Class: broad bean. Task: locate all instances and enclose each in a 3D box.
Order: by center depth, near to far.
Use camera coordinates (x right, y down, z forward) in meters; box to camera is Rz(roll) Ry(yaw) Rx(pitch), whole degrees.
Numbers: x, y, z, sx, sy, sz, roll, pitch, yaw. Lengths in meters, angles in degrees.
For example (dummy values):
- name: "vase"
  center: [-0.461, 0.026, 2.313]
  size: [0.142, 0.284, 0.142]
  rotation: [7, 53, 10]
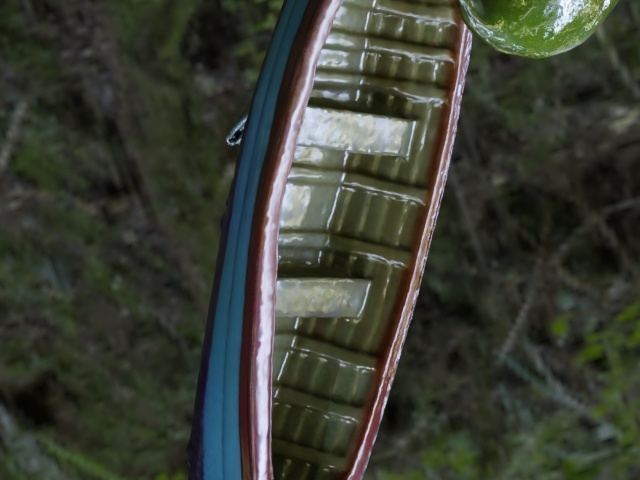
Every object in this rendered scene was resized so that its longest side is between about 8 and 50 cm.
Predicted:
- name: "broad bean"
  center: [0.144, -0.157, 0.766]
  size: [0.056, 0.098, 0.318]
  rotation: [-13, -166, 44]

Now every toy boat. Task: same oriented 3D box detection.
- name: "toy boat"
  center: [0.000, 0.000, 0.920]
  size: [0.079, 0.392, 0.136]
  rotation: [20, -169, 40]

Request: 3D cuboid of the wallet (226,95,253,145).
- name: "wallet"
  center: [-0.014, -0.125, 1.266]
  size: [0.129, 0.026, 0.088]
  rotation: [-59, -171, -33]
